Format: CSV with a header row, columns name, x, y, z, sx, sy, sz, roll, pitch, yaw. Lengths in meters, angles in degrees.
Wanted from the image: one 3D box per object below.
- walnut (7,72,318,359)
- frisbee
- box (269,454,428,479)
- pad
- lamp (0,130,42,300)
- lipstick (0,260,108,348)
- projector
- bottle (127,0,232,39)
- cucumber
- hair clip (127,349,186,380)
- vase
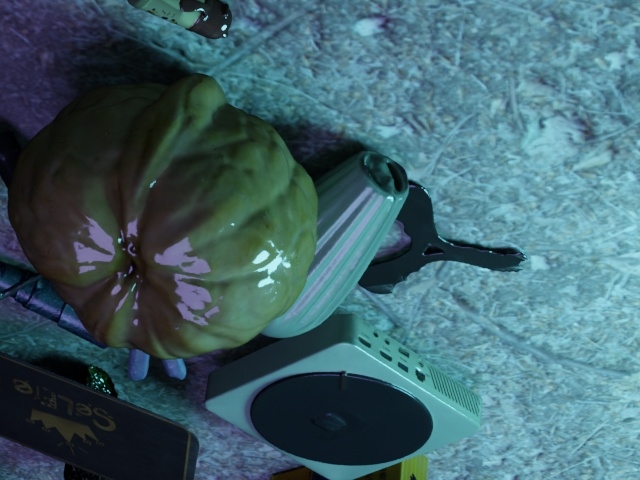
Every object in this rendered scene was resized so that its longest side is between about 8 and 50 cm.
name,x,y,z,sx,sy,sz,roll,pitch,yaw
walnut,-0.147,-0.024,1.530,0.296,0.285,0.285,20,144,3
frisbee,0.138,0.012,1.756,0.187,0.012,0.211,12,144,-8
box,0.031,0.376,2.160,0.237,0.152,0.070,-22,135,33
pad,-0.340,0.236,1.998,0.375,0.063,0.315,20,145,5
lamp,-0.446,0.044,1.540,0.374,0.205,0.272,-29,-177,-1
lipstick,-0.347,0.057,1.872,0.234,0.053,0.053,29,139,-23
projector,0.029,0.197,1.971,0.259,0.079,0.257,-26,134,37
bottle,-0.126,-0.217,1.451,0.101,0.063,0.047,26,112,-28
cucumber,-0.307,0.254,2.116,0.072,0.072,0.300,10,145,-4
hair clip,-0.192,0.071,1.828,0.137,0.090,0.278,-2,145,-1
vase,0.000,0.000,1.673,0.128,0.128,0.248,24,132,-23
